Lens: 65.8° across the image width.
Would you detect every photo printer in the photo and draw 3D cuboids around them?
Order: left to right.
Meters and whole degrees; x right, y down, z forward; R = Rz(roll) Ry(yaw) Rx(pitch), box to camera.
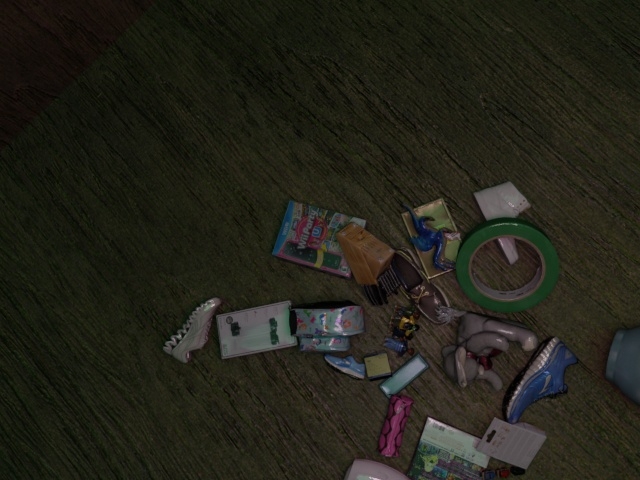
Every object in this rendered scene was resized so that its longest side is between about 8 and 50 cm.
[{"bbox_3d":[0.173,0.900,1.637,0.256,0.107,0.307,19,82,13],"label":"photo printer"}]

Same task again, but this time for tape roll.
[{"bbox_3d":[0.625,0.084,1.670,0.322,0.077,0.320,5,109,14],"label":"tape roll"}]

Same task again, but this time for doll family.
[{"bbox_3d":[0.296,0.322,1.747,0.112,0.076,0.192,18,110,15],"label":"doll family"}]

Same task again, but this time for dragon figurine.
[{"bbox_3d":[0.369,-0.010,1.754,0.289,0.085,0.144,36,105,15],"label":"dragon figurine"}]

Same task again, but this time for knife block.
[{"bbox_3d":[0.161,0.099,1.760,0.276,0.242,0.088,37,50,21],"label":"knife block"}]

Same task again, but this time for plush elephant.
[{"bbox_3d":[0.516,0.372,1.615,0.330,0.272,0.255,13,90,10],"label":"plush elephant"}]

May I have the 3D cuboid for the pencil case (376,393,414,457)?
[{"bbox_3d":[0.253,0.632,1.683,0.095,0.098,0.209,16,83,-5],"label":"pencil case"}]

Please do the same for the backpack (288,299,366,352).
[{"bbox_3d":[0.033,0.297,1.726,0.254,0.225,0.190,-11,78,9],"label":"backpack"}]

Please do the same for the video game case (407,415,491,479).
[{"bbox_3d":[0.435,0.734,1.660,0.232,0.042,0.210,19,82,13],"label":"video game case"}]

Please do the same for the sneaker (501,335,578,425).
[{"bbox_3d":[0.724,0.480,1.620,0.147,0.130,0.330,38,87,17],"label":"sneaker"}]

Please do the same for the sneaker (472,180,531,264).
[{"bbox_3d":[0.677,-0.072,1.754,0.169,0.108,0.292,-22,74,8],"label":"sneaker"}]

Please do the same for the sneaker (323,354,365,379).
[{"bbox_3d":[0.089,0.442,1.782,0.162,0.063,0.073,22,65,9],"label":"sneaker"}]

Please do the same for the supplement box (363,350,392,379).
[{"bbox_3d":[0.203,0.444,1.745,0.084,0.056,0.083,-14,63,6],"label":"supplement box"}]

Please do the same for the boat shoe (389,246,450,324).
[{"bbox_3d":[0.342,0.163,1.750,0.117,0.097,0.324,-39,72,27],"label":"boat shoe"}]

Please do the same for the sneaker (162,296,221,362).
[{"bbox_3d":[-0.462,0.337,1.873,0.118,0.110,0.292,41,96,7],"label":"sneaker"}]

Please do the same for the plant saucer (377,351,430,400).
[{"bbox_3d":[0.296,0.481,1.750,0.192,0.018,0.067,-39,75,-1],"label":"plant saucer"}]

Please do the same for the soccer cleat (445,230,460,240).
[{"bbox_3d":[0.462,-0.015,1.781,0.084,0.029,0.035,-3,74,4],"label":"soccer cleat"}]

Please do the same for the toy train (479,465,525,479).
[{"bbox_3d":[0.592,0.757,1.607,0.159,0.036,0.027,-2,87,-11],"label":"toy train"}]

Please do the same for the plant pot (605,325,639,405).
[{"bbox_3d":[1.013,0.382,1.533,0.196,0.293,0.292,14,80,39],"label":"plant pot"}]

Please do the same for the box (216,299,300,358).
[{"bbox_3d":[-0.226,0.332,1.834,0.290,0.087,0.169,-13,76,7],"label":"box"}]

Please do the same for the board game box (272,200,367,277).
[{"bbox_3d":[0.000,0.000,1.861,0.304,0.097,0.223,15,80,13],"label":"board game box"}]

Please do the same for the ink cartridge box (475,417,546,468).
[{"bbox_3d":[0.613,0.648,1.602,0.180,0.045,0.145,21,109,2],"label":"ink cartridge box"}]

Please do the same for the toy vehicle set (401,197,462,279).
[{"bbox_3d":[0.422,-0.007,1.820,0.166,0.035,0.266,-21,76,5],"label":"toy vehicle set"}]
